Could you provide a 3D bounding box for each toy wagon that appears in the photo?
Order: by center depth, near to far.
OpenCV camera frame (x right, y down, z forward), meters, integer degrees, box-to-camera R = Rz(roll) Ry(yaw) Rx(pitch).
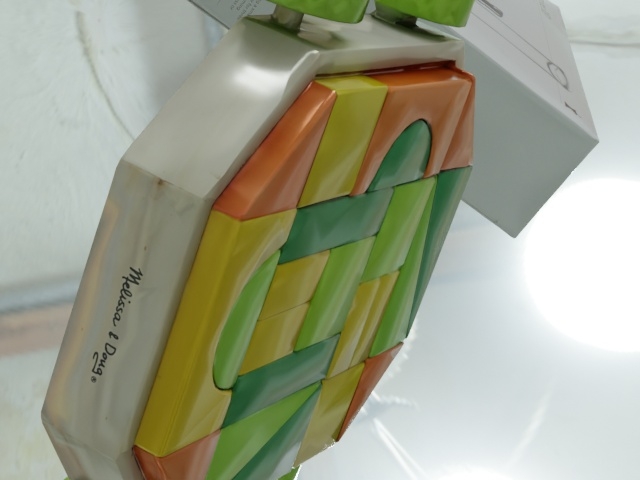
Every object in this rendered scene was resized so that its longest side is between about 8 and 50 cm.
[{"bbox_3d":[0.000,0.000,0.716,0.068,0.344,0.267,27,-72,21],"label":"toy wagon"}]

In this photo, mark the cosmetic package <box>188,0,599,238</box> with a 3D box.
[{"bbox_3d":[0.052,-0.179,1.132,0.284,0.377,0.097,37,-70,-11],"label":"cosmetic package"}]
